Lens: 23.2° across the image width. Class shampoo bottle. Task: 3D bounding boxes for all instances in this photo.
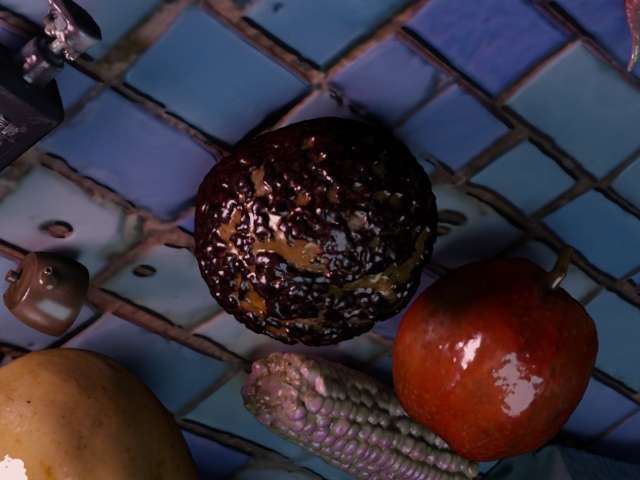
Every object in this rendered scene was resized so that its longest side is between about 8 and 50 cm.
[{"bbox_3d":[-0.307,-0.091,1.317,0.309,0.071,0.098,-35,135,19],"label":"shampoo bottle"}]

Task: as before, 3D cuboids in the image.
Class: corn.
[{"bbox_3d":[0.053,0.209,1.751,0.126,0.126,0.335,-39,131,22],"label":"corn"}]

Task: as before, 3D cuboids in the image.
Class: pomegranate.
[{"bbox_3d":[-0.250,0.258,1.551,0.307,0.307,0.307,-10,139,-9],"label":"pomegranate"}]

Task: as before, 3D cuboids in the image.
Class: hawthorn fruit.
[{"bbox_3d":[0.192,0.104,1.626,0.205,0.205,0.253,8,126,-27],"label":"hawthorn fruit"}]

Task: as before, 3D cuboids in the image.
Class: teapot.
[{"bbox_3d":[-0.271,0.047,1.487,0.068,0.076,0.121,26,153,-27],"label":"teapot"}]

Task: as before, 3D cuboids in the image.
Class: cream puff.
[{"bbox_3d":[0.000,0.000,1.458,0.239,0.165,0.239,-12,141,-10],"label":"cream puff"}]

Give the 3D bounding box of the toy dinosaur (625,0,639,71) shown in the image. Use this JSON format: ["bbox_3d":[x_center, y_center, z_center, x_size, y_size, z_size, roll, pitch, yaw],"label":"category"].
[{"bbox_3d":[0.299,-0.254,1.372,0.167,0.053,0.242,10,132,-27],"label":"toy dinosaur"}]

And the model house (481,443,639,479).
[{"bbox_3d":[0.358,0.421,2.007,0.329,0.251,0.295,11,131,-37],"label":"model house"}]
